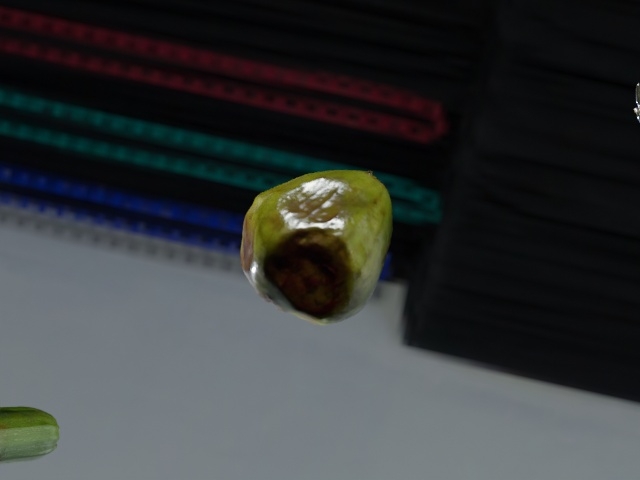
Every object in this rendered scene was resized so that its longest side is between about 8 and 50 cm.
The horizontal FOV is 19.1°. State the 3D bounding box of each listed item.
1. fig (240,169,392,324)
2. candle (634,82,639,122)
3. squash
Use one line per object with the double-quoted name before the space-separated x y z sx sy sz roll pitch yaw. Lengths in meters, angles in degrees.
"fig" 0.000 0.000 1.860 0.166 0.144 0.154 -44 24 -29
"candle" 0.435 -0.159 1.999 0.330 0.187 0.187 -30 -46 -66
"squash" -0.361 0.203 1.923 0.229 0.066 0.066 0 -75 -49
